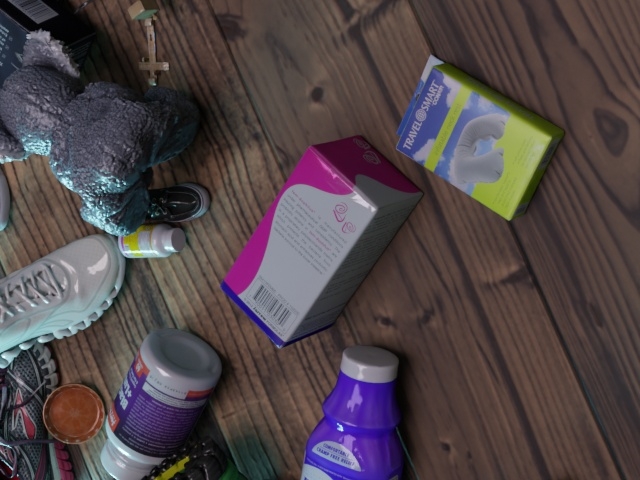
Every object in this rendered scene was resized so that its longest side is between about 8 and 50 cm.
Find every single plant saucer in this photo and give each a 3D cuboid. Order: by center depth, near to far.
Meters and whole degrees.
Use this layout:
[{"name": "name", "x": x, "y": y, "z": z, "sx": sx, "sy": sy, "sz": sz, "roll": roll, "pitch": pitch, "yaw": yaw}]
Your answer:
[{"name": "plant saucer", "x": -0.335, "y": 0.235, "z": 1.961, "sx": 0.083, "sy": 0.013, "sz": 0.083, "roll": 0, "pitch": 96, "yaw": -3}]

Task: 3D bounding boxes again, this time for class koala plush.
[{"name": "koala plush", "x": -0.290, "y": -0.137, "z": 1.710, "sx": 0.221, "sy": 0.203, "sz": 0.196, "roll": 32, "pitch": 93, "yaw": 7}]

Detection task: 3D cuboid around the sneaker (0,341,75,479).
[{"name": "sneaker", "x": -0.423, "y": 0.243, "z": 1.984, "sx": 0.121, "sy": 0.112, "sz": 0.299, "roll": -13, "pitch": 93, "yaw": 34}]

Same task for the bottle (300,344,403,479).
[{"name": "bottle", "x": 0.039, "y": 0.265, "z": 1.702, "sx": 0.118, "sy": 0.092, "sz": 0.282, "roll": 20, "pitch": 111, "yaw": 29}]

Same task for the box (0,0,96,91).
[{"name": "box", "x": -0.394, "y": -0.240, "z": 1.843, "sx": 0.156, "sy": 0.093, "sz": 0.158, "roll": 39, "pitch": 126, "yaw": 9}]

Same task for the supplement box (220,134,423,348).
[{"name": "supplement box", "x": 0.000, "y": 0.000, "z": 1.657, "sx": 0.111, "sy": 0.114, "sz": 0.220, "roll": 45, "pitch": 122, "yaw": 18}]

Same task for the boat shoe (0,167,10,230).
[{"name": "boat shoe", "x": -0.491, "y": -0.117, "z": 1.967, "sx": 0.080, "sy": 0.076, "sz": 0.228, "roll": -8, "pitch": 96, "yaw": 34}]

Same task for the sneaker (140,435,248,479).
[{"name": "sneaker", "x": -0.214, "y": 0.388, "z": 1.805, "sx": 0.343, "sy": 0.134, "sz": 0.146, "roll": -34, "pitch": 106, "yaw": 30}]

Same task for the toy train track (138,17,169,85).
[{"name": "toy train track", "x": -0.213, "y": -0.235, "z": 1.800, "sx": 0.048, "sy": 0.014, "sz": 0.083, "roll": 4, "pitch": 103, "yaw": 32}]

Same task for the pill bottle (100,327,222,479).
[{"name": "pill bottle", "x": -0.210, "y": 0.217, "z": 1.842, "sx": 0.108, "sy": 0.108, "sz": 0.193, "roll": 38, "pitch": 118, "yaw": 20}]

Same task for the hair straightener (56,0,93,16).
[{"name": "hair straightener", "x": -0.380, "y": -0.338, "z": 1.876, "sx": 0.230, "sy": 0.047, "sz": 0.089, "roll": 20, "pitch": 125, "yaw": 22}]

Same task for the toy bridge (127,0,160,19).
[{"name": "toy bridge", "x": -0.239, "y": -0.352, "z": 1.760, "sx": 0.026, "sy": 0.063, "sz": 0.188, "roll": -29, "pitch": 83, "yaw": 34}]

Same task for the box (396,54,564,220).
[{"name": "box", "x": 0.163, "y": -0.114, "z": 1.568, "sx": 0.178, "sy": 0.042, "sz": 0.109, "roll": 34, "pitch": 116, "yaw": 21}]

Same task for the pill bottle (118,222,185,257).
[{"name": "pill bottle", "x": -0.213, "y": 0.000, "z": 1.835, "sx": 0.083, "sy": 0.043, "sz": 0.043, "roll": -1, "pitch": 100, "yaw": 33}]

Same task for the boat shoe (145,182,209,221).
[{"name": "boat shoe", "x": -0.204, "y": -0.043, "z": 1.821, "sx": 0.142, "sy": 0.040, "sz": 0.049, "roll": -4, "pitch": 98, "yaw": 34}]

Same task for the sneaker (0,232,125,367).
[{"name": "sneaker", "x": -0.384, "y": 0.084, "z": 1.882, "sx": 0.292, "sy": 0.118, "sz": 0.110, "roll": -33, "pitch": 72, "yaw": 9}]
